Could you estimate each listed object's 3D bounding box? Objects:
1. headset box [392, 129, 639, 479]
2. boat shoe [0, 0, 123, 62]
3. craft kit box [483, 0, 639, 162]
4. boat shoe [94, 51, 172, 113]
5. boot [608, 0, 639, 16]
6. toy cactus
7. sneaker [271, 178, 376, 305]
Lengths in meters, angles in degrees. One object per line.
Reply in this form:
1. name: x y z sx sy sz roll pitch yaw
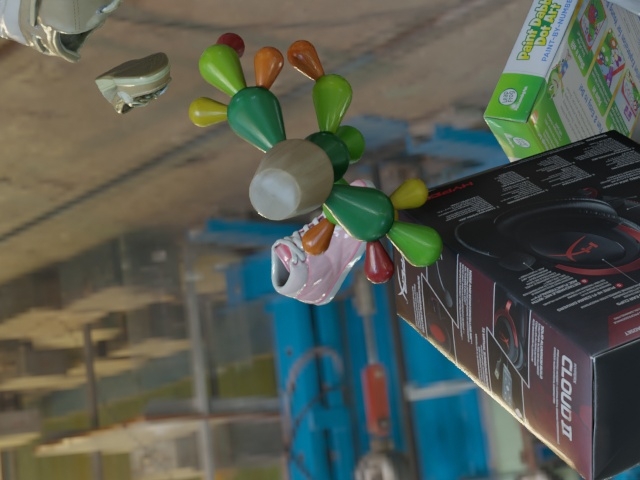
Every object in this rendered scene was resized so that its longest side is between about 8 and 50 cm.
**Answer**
1. headset box: 0.215 0.041 1.060 0.218 0.110 0.293 -18 -149 -22
2. boat shoe: -0.157 -0.196 0.936 0.103 0.113 0.302 37 163 -12
3. craft kit box: 0.278 -0.167 1.565 0.061 0.246 0.250 10 157 31
4. boat shoe: -0.175 -0.147 1.415 0.056 0.048 0.153 -32 -164 -23
5. boot: 0.379 -0.270 1.424 0.258 0.095 0.123 2 152 -38
6. toy cactus: -0.015 -0.048 0.991 0.112 0.219 0.180 -36 -177 21
7. sneaker: 0.000 0.000 1.356 0.070 0.051 0.134 11 118 -36
